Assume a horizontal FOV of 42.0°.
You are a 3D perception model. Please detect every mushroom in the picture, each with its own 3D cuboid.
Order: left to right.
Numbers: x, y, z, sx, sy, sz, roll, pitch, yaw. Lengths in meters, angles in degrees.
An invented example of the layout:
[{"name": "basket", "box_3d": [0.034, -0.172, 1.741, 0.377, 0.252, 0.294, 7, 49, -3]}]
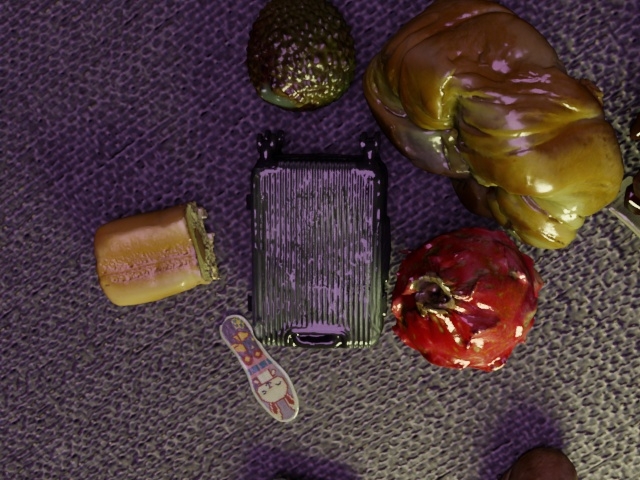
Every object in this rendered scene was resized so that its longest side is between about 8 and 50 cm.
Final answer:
[{"name": "mushroom", "box_3d": [0.320, 0.465, 1.244, 0.156, 0.151, 0.285, 9, 101, 5]}]

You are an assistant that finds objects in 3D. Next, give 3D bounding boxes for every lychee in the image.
[{"name": "lychee", "box_3d": [-0.025, -0.259, 1.143, 0.171, 0.171, 0.171, 1, 101, 5]}]

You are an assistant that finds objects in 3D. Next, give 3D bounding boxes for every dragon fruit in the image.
[{"name": "dragon fruit", "box_3d": [0.193, 0.078, 1.133, 0.205, 0.268, 0.210, -33, 70, 18]}]

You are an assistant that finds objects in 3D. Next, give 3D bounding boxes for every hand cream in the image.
[{"name": "hand cream", "box_3d": [0.484, -0.018, 1.205, 0.165, 0.037, 0.057, 45, 101, 4]}]

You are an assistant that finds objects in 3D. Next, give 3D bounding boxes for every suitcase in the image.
[{"name": "suitcase", "box_3d": [0.000, 0.000, 1.197, 0.202, 0.128, 0.312, 1, 100, 5]}]

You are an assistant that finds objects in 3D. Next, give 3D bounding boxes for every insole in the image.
[{"name": "insole", "box_3d": [-0.094, 0.200, 1.307, 0.065, 0.004, 0.197, -29, 97, 10]}]

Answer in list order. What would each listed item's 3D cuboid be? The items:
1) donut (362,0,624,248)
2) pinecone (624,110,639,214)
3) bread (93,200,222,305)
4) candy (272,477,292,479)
[{"name": "donut", "box_3d": [0.207, -0.147, 1.057, 0.170, 0.360, 0.360, -42, 95, -4]}, {"name": "pinecone", "box_3d": [0.566, -0.083, 1.031, 0.398, 0.398, 0.397, 1, 101, 5]}, {"name": "bread", "box_3d": [-0.246, 0.020, 1.246, 0.173, 0.085, 0.134, -11, 103, 6]}, {"name": "candy", "box_3d": [-0.005, 0.451, 1.311, 0.174, 0.071, 0.138, 12, 102, 4]}]
